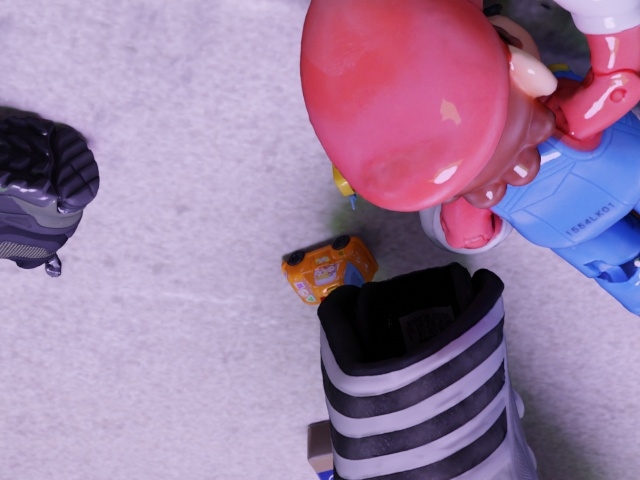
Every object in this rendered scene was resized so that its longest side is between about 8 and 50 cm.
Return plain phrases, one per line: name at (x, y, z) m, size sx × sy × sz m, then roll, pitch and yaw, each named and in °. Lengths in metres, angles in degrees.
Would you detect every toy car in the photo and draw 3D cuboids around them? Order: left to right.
toy car at (0.000, 0.000, 1.151) m, size 0.060 × 0.040 × 0.122 m, roll -7°, pitch 136°, yaw 6°

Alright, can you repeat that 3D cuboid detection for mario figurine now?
mario figurine at (0.118, -0.077, 1.046) m, size 0.320 × 0.170 × 0.198 m, roll 26°, pitch 94°, yaw -39°

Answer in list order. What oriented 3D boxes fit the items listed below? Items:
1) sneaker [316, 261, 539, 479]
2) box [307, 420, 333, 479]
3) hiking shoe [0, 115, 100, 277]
sneaker at (0.115, 0.150, 1.182) m, size 0.169 × 0.257 × 0.447 m, roll -7°, pitch 166°, yaw 16°
box at (0.093, 0.195, 1.361) m, size 0.136 × 0.036 × 0.225 m, roll -15°, pitch 136°, yaw 14°
hiking shoe at (-0.247, -0.022, 1.092) m, size 0.227 × 0.086 × 0.114 m, roll 12°, pitch 131°, yaw -14°
